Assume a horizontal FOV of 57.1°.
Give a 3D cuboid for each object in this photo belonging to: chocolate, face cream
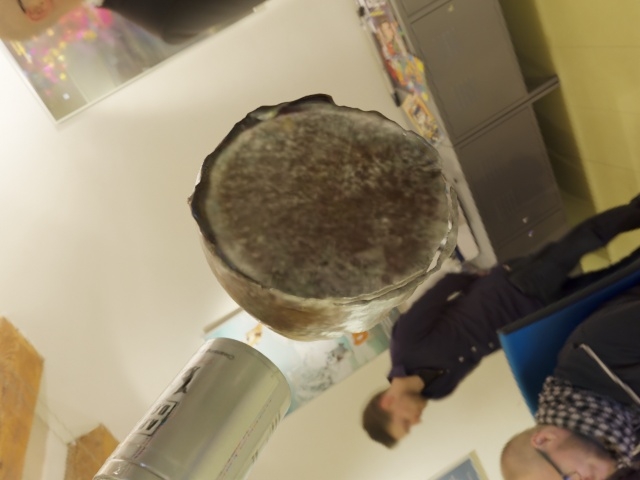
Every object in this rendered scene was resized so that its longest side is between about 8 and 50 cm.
[{"bbox_3d":[0.000,0.000,0.729,0.303,0.303,0.213,55,155,27],"label":"chocolate"},{"bbox_3d":[-0.177,0.281,0.651,0.145,0.370,0.145,15,129,19],"label":"face cream"}]
